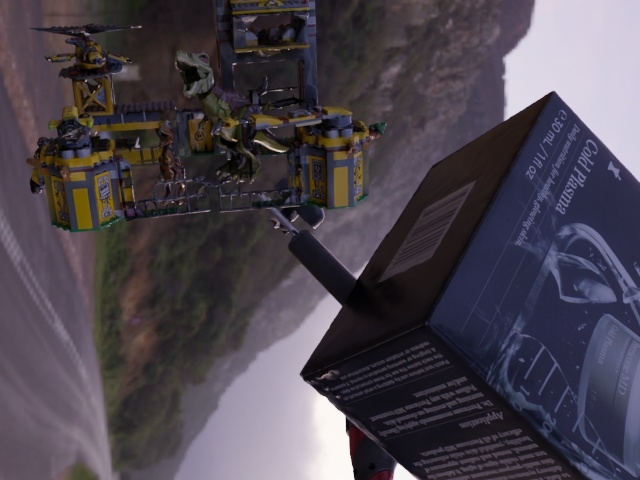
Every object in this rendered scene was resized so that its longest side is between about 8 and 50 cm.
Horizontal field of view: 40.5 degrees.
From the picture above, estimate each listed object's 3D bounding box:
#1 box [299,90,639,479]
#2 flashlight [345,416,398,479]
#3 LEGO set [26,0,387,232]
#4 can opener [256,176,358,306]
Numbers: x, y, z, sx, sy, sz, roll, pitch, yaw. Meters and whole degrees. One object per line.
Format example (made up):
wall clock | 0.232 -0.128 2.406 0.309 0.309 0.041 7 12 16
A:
box | 0.313 0.140 1.233 0.297 0.472 0.480 -31 -161 51
flashlight | 0.091 0.369 1.228 0.103 0.103 0.304 76 9 -53
LEGO set | -0.110 -0.145 0.784 0.255 0.331 0.192 -96 -176 -65
can opener | 0.000 0.000 1.394 0.283 0.095 0.076 45 1 30
